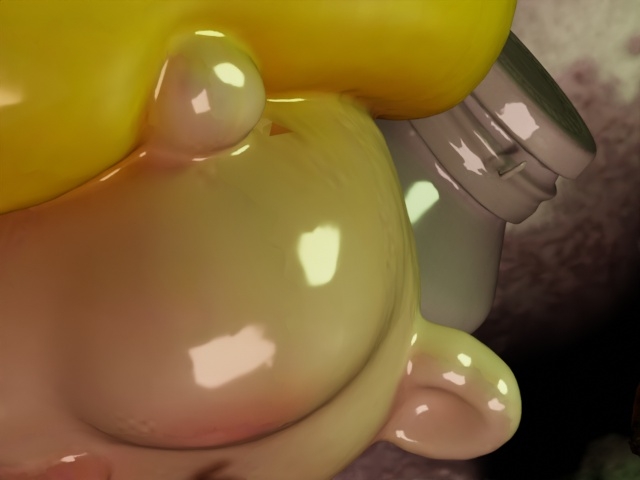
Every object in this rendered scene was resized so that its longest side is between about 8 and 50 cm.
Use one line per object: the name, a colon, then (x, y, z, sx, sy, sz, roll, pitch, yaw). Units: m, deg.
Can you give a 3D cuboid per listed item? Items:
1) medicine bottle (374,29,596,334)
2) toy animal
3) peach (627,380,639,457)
medicine bottle: (0.000, 0.000, 0.731, 0.215, 0.135, 0.135, -41, 124, 16)
toy animal: (-0.116, -0.001, 0.576, 0.345, 0.277, 0.247, 3, 102, 21)
peach: (0.242, -0.005, 0.860, 0.279, 0.068, 0.189, -40, 132, 14)
